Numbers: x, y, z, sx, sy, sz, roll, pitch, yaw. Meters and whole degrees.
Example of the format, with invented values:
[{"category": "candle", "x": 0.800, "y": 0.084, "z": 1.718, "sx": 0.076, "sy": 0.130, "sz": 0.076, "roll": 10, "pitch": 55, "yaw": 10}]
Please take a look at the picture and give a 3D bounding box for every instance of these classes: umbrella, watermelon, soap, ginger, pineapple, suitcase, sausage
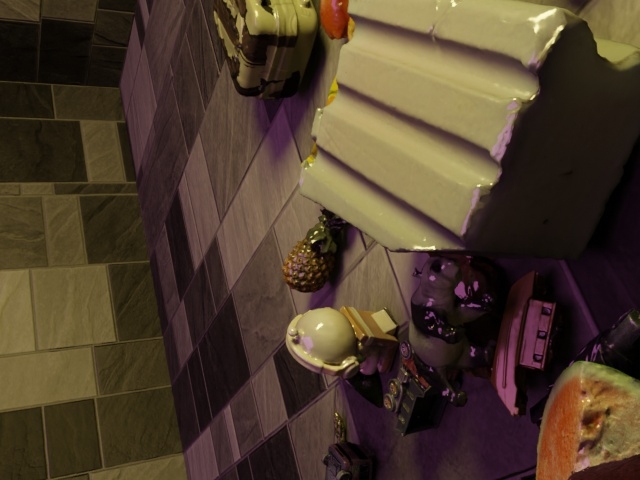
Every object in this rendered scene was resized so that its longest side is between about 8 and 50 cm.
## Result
[{"category": "umbrella", "x": 0.349, "y": 0.176, "z": 0.841, "sx": 0.066, "sy": 0.059, "sz": 0.236, "roll": 42, "pitch": 131, "yaw": 23}, {"category": "watermelon", "x": 0.057, "y": 0.282, "z": 1.388, "sx": 0.181, "sy": 0.075, "sz": 0.092, "roll": 35, "pitch": 127, "yaw": 55}, {"category": "soap", "x": 0.184, "y": -0.154, "z": 0.915, "sx": 0.435, "sy": 0.212, "sz": 0.351, "roll": 39, "pitch": 114, "yaw": 55}, {"category": "ginger", "x": 0.235, "y": 0.087, "z": 1.031, "sx": 0.166, "sy": 0.080, "sz": 0.333, "roll": -35, "pitch": 59, "yaw": 46}, {"category": "pineapple", "x": 0.000, "y": 0.000, "z": 1.448, "sx": 0.125, "sy": 0.125, "sz": 0.251, "roll": 60, "pitch": 137, "yaw": 41}, {"category": "suitcase", "x": -0.138, "y": -0.513, "z": 1.566, "sx": 0.339, "sy": 0.193, "sz": 0.352, "roll": 116, "pitch": 142, "yaw": -53}, {"category": "watermelon", "x": 0.353, "y": 0.250, "z": 0.787, "sx": 0.128, "sy": 0.146, "sz": 0.231, "roll": -80, "pitch": -5, "yaw": -48}, {"category": "sausage", "x": 0.057, "y": -0.574, "z": 1.287, "sx": 0.097, "sy": 0.093, "sz": 0.349, "roll": 21, "pitch": 110, "yaw": 46}]

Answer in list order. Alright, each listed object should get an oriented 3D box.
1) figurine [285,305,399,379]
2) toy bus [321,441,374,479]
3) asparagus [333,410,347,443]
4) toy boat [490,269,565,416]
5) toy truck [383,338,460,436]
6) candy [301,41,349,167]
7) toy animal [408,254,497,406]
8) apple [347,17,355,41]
[{"category": "figurine", "x": 0.033, "y": 0.199, "z": 1.267, "sx": 0.163, "sy": 0.236, "sz": 0.141, "roll": 54, "pitch": 131, "yaw": 42}, {"category": "toy bus", "x": 0.059, "y": 0.520, "z": 1.392, "sx": 0.087, "sy": 0.098, "sz": 0.179, "roll": 33, "pitch": 124, "yaw": 59}, {"category": "asparagus", "x": 0.047, "y": 0.506, "z": 1.481, "sx": 0.034, "sy": 0.027, "sz": 0.236, "roll": 1, "pitch": 94, "yaw": 52}, {"category": "toy boat", "x": 0.289, "y": 0.144, "z": 0.903, "sx": 0.077, "sy": 0.057, "sz": 0.201, "roll": 10, "pitch": 83, "yaw": 37}, {"category": "toy truck", "x": 0.179, "y": 0.255, "z": 1.145, "sx": 0.092, "sy": 0.083, "sz": 0.192, "roll": 51, "pitch": 137, "yaw": 49}, {"category": "candy", "x": 0.051, "y": -0.246, "z": 1.349, "sx": 0.187, "sy": 0.081, "sz": 0.297, "roll": 48, "pitch": 123, "yaw": 50}, {"category": "toy animal", "x": 0.179, "y": 0.120, "z": 0.929, "sx": 0.121, "sy": 0.093, "sz": 0.225, "roll": 35, "pitch": 147, "yaw": 43}, {"category": "apple", "x": 0.121, "y": -0.374, "z": 1.156, "sx": 0.146, "sy": 0.146, "sz": 0.147, "roll": 11, "pitch": 102, "yaw": 62}]
